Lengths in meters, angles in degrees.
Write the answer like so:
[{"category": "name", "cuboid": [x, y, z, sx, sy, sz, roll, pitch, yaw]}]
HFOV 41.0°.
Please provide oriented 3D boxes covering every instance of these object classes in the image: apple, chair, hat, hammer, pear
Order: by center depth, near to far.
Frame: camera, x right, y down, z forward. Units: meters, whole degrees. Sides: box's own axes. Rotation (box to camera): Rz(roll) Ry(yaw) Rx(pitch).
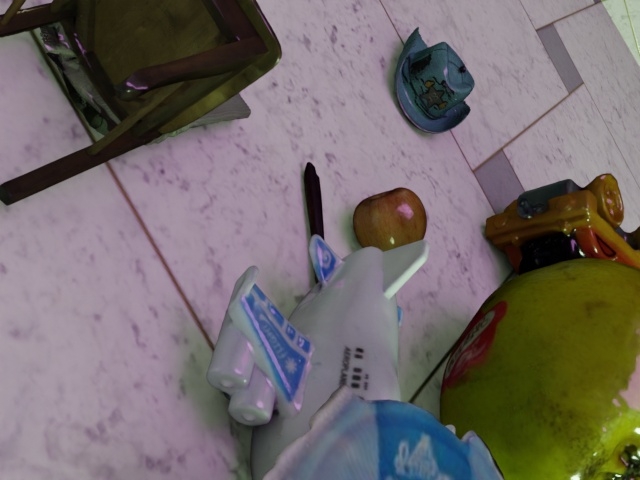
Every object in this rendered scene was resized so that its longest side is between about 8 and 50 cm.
[{"category": "chair", "cuboid": [-0.123, -0.160, 0.654, 0.160, 0.186, 0.319, 56, 36, -1]}, {"category": "hammer", "cuboid": [0.000, 0.000, 0.856, 0.065, 0.021, 0.178, 25, 46, -43]}, {"category": "pear", "cuboid": [0.265, 0.149, 0.893, 0.287, 0.287, 0.375, 57, 11, -9]}, {"category": "apple", "cuboid": [0.076, -0.017, 0.913, 0.084, 0.084, 0.071, -27, 99, -57]}, {"category": "hat", "cuboid": [0.168, -0.225, 1.179, 0.138, 0.078, 0.191, 53, 35, -19]}]

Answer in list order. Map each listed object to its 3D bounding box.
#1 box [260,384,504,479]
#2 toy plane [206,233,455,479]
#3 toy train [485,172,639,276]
[{"category": "box", "cuboid": [-0.003, 0.261, 0.503, 0.262, 0.206, 0.291, 25, 50, -41]}, {"category": "toy plane", "cuboid": [0.018, 0.114, 0.706, 0.267, 0.122, 0.267, 20, 61, -41]}, {"category": "toy train", "cuboid": [0.392, 0.064, 1.222, 0.369, 0.163, 0.232, 33, 52, -37]}]
